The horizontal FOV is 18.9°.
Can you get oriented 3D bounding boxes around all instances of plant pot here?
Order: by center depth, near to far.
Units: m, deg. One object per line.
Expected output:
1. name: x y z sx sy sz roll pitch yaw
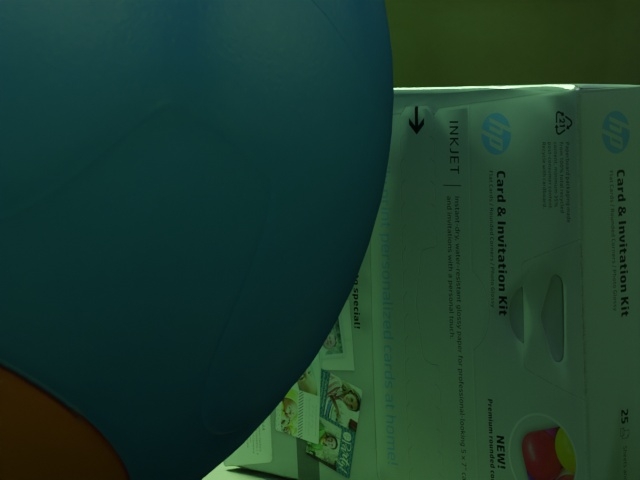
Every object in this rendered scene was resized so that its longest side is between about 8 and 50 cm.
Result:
1. plant pot: 0.097 -0.097 1.279 0.323 0.280 0.323 0 4 0

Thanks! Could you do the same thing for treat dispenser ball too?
1. treat dispenser ball: -0.122 -0.043 0.576 0.288 0.288 0.288 -1 4 0

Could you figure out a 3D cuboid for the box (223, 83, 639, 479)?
1. box: 0.033 0.018 0.669 0.038 0.145 0.186 -6 6 -39
